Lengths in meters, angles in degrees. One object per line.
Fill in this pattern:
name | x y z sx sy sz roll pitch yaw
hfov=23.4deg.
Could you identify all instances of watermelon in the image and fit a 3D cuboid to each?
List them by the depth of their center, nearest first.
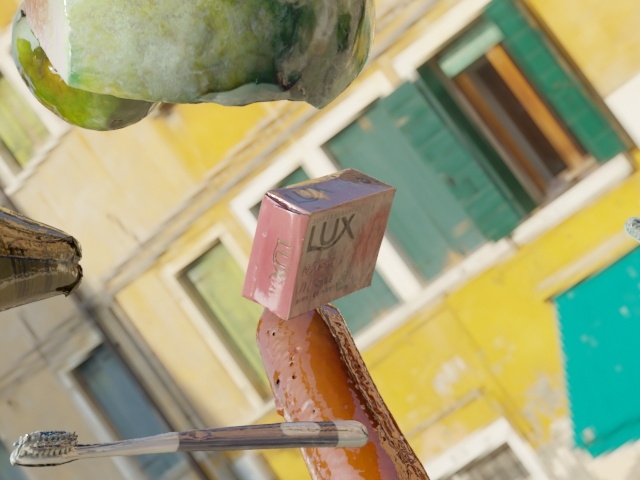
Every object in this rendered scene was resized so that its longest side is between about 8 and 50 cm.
watermelon | -0.067 -0.205 1.193 0.305 0.224 0.180 -5 -3 -28

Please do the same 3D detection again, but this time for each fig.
fig | -0.236 -0.262 1.888 0.275 0.206 0.206 -40 1 -41

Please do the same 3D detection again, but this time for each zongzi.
zongzi | -0.450 -0.042 2.047 0.260 0.289 0.123 -17 18 -36

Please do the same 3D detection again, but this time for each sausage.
sausage | 0.019 0.173 1.441 0.102 0.330 0.102 -15 -43 -15

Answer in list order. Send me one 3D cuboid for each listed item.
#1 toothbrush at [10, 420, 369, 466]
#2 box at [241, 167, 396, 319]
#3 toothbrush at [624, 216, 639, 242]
toothbrush | -0.084 0.142 1.107 0.288 0.024 0.026 2 -38 -33
box | 0.000 0.000 1.417 0.156 0.060 0.111 -22 -50 -53
toothbrush | 0.340 0.064 1.181 0.022 0.263 0.026 -54 -2 11
